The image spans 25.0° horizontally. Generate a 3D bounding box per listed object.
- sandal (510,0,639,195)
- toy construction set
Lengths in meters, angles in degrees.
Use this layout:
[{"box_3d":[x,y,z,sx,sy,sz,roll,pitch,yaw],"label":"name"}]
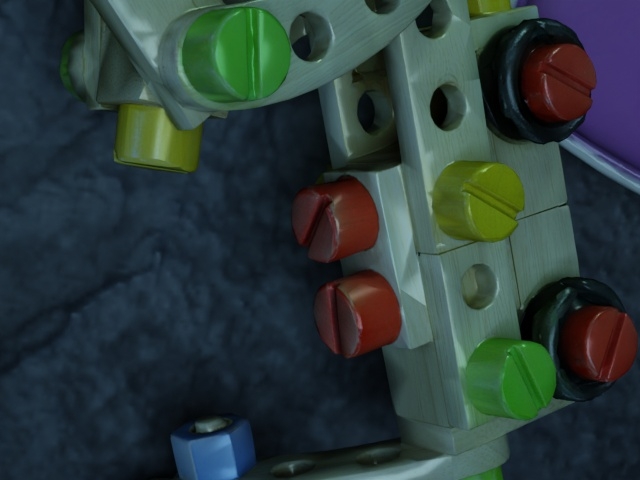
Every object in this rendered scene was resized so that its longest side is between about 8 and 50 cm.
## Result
[{"box_3d":[0.273,-0.039,0.561,0.416,0.102,0.169,18,115,-1],"label":"sandal"},{"box_3d":[0.000,0.000,0.535,0.215,0.151,0.327,-17,117,-34],"label":"toy construction set"}]
